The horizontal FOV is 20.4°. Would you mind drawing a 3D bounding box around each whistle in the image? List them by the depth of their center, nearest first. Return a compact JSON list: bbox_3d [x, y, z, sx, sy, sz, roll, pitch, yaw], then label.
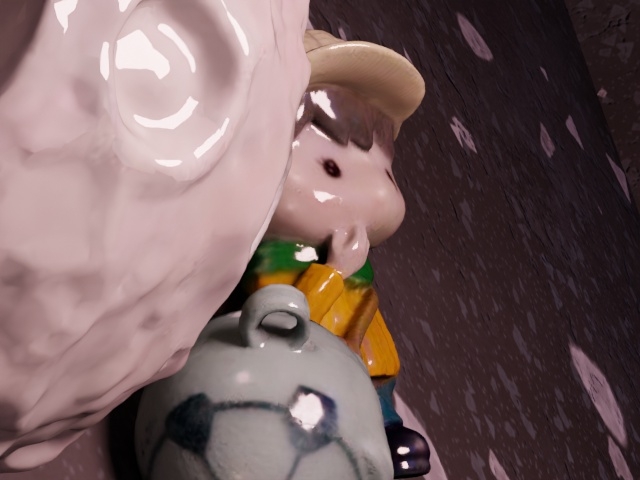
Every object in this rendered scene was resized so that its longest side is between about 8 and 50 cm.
[{"bbox_3d":[-0.039,0.145,1.087,0.163,0.163,0.290,-86,-177,-55],"label":"whistle"}]

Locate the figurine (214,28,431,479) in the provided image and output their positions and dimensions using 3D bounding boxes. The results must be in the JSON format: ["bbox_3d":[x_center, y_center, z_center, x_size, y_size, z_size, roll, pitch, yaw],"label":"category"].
[{"bbox_3d":[-0.023,0.011,1.268,0.185,0.204,0.332,5,88,-51],"label":"figurine"}]

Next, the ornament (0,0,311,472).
[{"bbox_3d":[-0.172,-0.066,0.656,0.337,0.337,0.337,52,23,-33],"label":"ornament"}]
